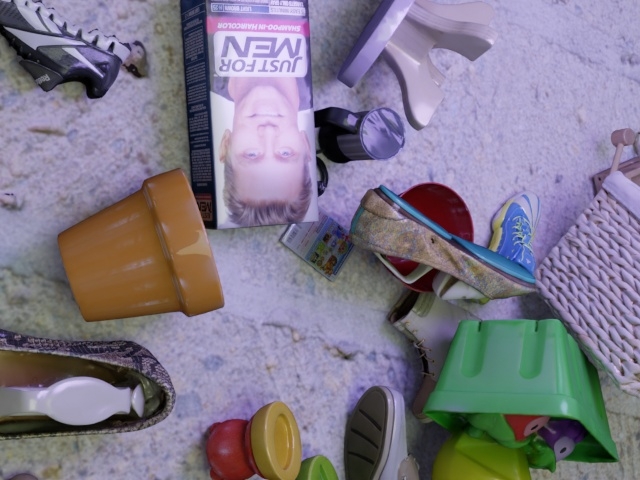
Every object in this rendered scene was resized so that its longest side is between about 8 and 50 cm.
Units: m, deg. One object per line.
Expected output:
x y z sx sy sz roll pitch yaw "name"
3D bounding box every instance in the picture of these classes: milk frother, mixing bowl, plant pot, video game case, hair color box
0.043 -0.137 1.403 0.129 0.135 0.143 3 91 -28 "milk frother"
0.156 -0.008 1.493 0.181 0.098 0.181 -2 94 -29 "mixing bowl"
-0.252 0.023 1.230 0.188 0.205 0.205 -17 101 -11 "plant pot"
0.000 0.000 1.457 0.122 0.011 0.087 39 74 -24 "video game case"
-0.105 -0.195 1.337 0.174 0.105 0.347 -6 96 -28 "hair color box"

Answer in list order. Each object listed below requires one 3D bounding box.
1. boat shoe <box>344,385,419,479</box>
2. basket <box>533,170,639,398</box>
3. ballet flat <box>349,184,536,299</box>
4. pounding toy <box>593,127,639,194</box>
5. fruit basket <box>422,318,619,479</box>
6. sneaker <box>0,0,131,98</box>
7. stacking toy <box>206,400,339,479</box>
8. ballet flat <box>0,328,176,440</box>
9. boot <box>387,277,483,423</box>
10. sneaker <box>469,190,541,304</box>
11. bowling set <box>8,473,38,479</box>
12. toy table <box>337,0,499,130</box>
0.106 0.384 1.486 0.103 0.113 0.302 2 102 -30 "boat shoe"
0.607 0.112 1.558 0.328 0.331 0.266 26 110 -35 "basket"
0.188 0.031 1.403 0.348 0.123 0.123 27 80 -28 "ballet flat"
0.584 -0.116 1.722 0.181 0.094 0.206 -22 103 -27 "pounding toy"
0.318 0.344 1.465 0.392 0.283 0.392 10 78 -61 "fruit basket"
-0.377 -0.260 1.200 0.234 0.078 0.106 20 80 -30 "sneaker"
-0.079 0.432 1.351 0.279 0.130 0.309 52 31 -48 "stacking toy"
-0.414 0.192 1.144 0.483 0.182 0.164 5 91 -28 "ballet flat"
0.177 0.189 1.528 0.165 0.077 0.213 37 74 -24 "boot"
0.355 0.016 1.586 0.091 0.126 0.240 37 76 -25 "sneaker"
-0.471 0.367 1.120 0.287 0.200 0.154 5 89 -33 "bowling set"
0.161 -0.321 1.413 0.161 0.252 0.274 35 83 -10 "toy table"
